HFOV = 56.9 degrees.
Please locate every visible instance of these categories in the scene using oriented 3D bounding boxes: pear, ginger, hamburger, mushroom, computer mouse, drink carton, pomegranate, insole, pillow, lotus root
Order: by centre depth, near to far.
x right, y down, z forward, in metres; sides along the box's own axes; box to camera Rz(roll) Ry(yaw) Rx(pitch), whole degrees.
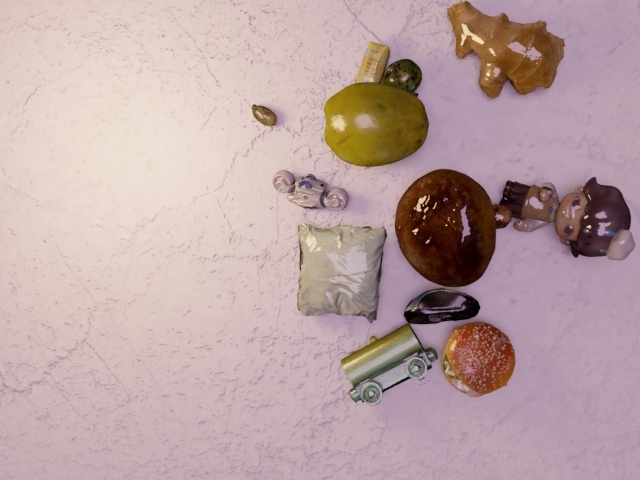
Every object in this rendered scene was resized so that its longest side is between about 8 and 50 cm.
[{"bbox_3d":[0.366,-0.039,1.749,0.345,0.239,0.345,-13,65,31],"label":"mushroom"},{"bbox_3d":[0.160,-0.345,1.760,0.307,0.253,0.253,-5,92,-3],"label":"pear"},{"bbox_3d":[0.538,-0.572,1.792,0.375,0.166,0.236,33,134,27],"label":"ginger"},{"bbox_3d":[0.482,0.362,1.800,0.236,0.147,0.237,0,92,4],"label":"hamburger"},{"bbox_3d":[0.370,0.200,1.818,0.233,0.137,0.097,-9,72,9],"label":"computer mouse"},{"bbox_3d":[0.259,-0.483,1.818,0.122,0.122,0.162,-23,124,7],"label":"pomegranate"},{"bbox_3d":[0.153,-0.510,1.841,0.084,0.074,0.200,18,93,7],"label":"drink carton"},{"bbox_3d":[0.055,0.099,1.846,0.283,0.138,0.310,6,97,12],"label":"pillow"},{"bbox_3d":[-0.184,-0.402,1.896,0.099,0.054,0.049,36,75,3],"label":"lotus root"},{"bbox_3d":[0.000,0.000,1.914,0.197,0.004,0.065,39,96,4],"label":"insole"}]

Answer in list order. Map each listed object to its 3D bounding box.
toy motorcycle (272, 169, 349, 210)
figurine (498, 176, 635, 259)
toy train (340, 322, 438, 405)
[{"bbox_3d":[-0.035,-0.149,1.876,0.254,0.112,0.113,19,95,7],"label":"toy motorcycle"},{"bbox_3d":[0.716,-0.085,1.723,0.364,0.206,0.218,18,83,7],"label":"figurine"},{"bbox_3d":[0.209,0.388,1.844,0.307,0.126,0.190,-30,88,8],"label":"toy train"}]
